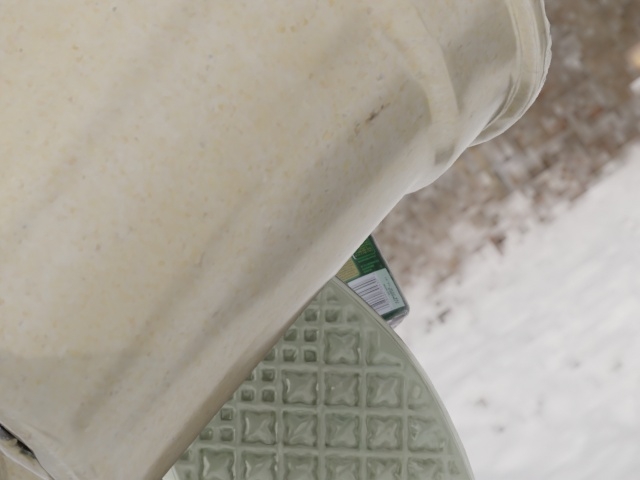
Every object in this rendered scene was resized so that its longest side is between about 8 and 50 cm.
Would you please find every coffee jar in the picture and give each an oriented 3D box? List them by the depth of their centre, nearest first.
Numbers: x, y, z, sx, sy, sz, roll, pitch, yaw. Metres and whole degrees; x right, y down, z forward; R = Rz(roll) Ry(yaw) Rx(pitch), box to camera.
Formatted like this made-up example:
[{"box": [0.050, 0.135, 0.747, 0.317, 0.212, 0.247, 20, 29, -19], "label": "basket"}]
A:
[{"box": [0.000, 0.000, 1.568, 0.079, 0.184, 0.096, -21, -11, -20], "label": "coffee jar"}]

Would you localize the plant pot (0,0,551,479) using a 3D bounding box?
[{"box": [-0.109, -0.043, 0.880, 0.305, 0.334, 0.334, -57, 3, -23], "label": "plant pot"}]

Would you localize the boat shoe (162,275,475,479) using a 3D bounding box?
[{"box": [-0.074, 0.077, 1.205, 0.187, 0.500, 0.156, -40, -7, -14], "label": "boat shoe"}]
